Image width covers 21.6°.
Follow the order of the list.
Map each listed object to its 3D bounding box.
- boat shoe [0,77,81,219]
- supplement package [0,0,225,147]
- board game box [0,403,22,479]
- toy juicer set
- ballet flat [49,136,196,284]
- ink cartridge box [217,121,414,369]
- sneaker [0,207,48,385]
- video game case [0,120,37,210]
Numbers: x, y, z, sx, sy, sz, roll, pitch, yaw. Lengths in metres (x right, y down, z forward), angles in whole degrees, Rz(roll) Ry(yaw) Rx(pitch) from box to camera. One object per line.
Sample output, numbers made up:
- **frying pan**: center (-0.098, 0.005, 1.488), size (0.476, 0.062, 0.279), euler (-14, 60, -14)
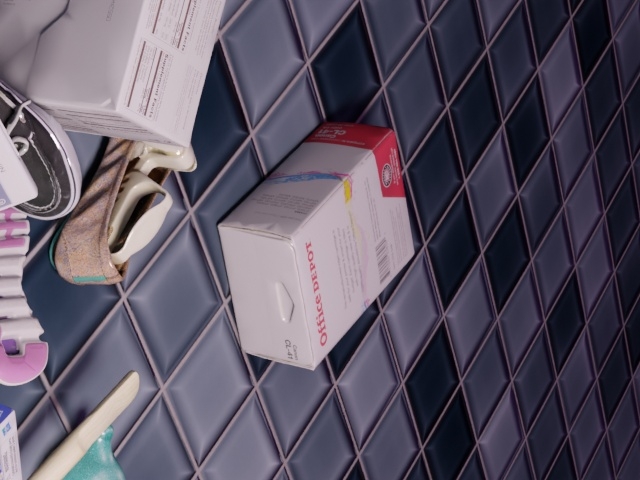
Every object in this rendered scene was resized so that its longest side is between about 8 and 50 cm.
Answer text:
- **boat shoe**: center (-0.346, -0.120, 1.700), size (0.105, 0.113, 0.306), euler (-100, 164, -54)
- **supplement package**: center (-0.230, -0.254, 1.836), size (0.145, 0.204, 0.262), euler (27, 75, -58)
- **board game box**: center (-0.407, 0.356, 1.760), size (0.233, 0.078, 0.347), euler (-49, 151, -43)
- **toy juicer set**: center (-0.309, 0.321, 1.994), size (0.209, 0.089, 0.329), euler (-31, 135, -45)
- **ballet flat**: center (-0.212, -0.078, 2.019), size (0.107, 0.106, 0.316), euler (52, 54, -52)
- **ink cartridge box**: center (0.000, 0.000, 2.386), size (0.306, 0.131, 0.226), euler (-44, 135, -44)
- **sneaker**: center (-0.368, 0.047, 1.810), size (0.095, 0.104, 0.236), euler (-3, 79, -40)
- **video game case**: center (-0.402, -0.076, 1.631), size (0.023, 0.201, 0.183), euler (-109, 178, -48)
